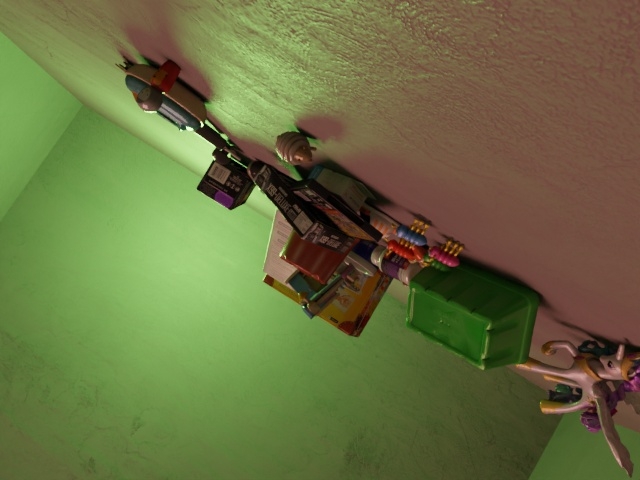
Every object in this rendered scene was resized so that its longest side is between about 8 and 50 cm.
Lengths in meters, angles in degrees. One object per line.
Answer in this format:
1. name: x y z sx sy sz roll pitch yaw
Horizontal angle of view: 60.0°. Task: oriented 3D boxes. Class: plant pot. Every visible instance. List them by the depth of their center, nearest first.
1. plant pot: 0.000 0.000 2.036 0.273 0.265 0.272 32 173 4

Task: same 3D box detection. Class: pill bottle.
1. pill bottle: 0.284 0.086 2.047 0.194 0.108 0.108 26 171 42

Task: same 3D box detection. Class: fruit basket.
1. fruit basket: 0.487 0.208 1.676 0.393 0.282 0.392 0 -156 0

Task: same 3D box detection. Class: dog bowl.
1. dog bowl: 0.138 0.041 2.348 0.265 0.104 0.265 31 173 4

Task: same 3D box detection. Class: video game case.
1. video game case: 0.038 -0.088 1.592 0.248 0.035 0.275 38 175 -12

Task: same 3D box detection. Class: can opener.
1. can opener: -0.381 -0.348 1.986 0.074 0.093 0.280 43 -179 30

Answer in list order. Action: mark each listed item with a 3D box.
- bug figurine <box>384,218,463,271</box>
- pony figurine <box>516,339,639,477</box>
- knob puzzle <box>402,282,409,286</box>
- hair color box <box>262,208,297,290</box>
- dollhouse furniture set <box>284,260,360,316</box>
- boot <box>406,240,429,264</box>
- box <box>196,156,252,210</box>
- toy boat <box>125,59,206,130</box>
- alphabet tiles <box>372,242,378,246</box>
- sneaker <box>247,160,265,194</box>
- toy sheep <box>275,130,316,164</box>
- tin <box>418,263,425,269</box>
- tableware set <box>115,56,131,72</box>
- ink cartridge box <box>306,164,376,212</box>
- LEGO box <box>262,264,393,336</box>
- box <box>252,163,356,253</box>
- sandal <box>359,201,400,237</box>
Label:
1. bug figurine: 0.286 0.024 1.571 0.216 0.072 0.279 24 169 5
2. pony figurine: 0.781 0.427 1.562 0.364 0.303 0.350 -15 110 56
3. knob puzzle: 0.400 0.177 2.124 0.213 0.029 0.213 2 -175 0
4. hair color box: -0.120 0.015 2.401 0.185 0.374 0.114 30 -142 19
5. dollhouse furniture set: 0.002 0.144 2.199 0.198 0.286 0.303 47 172 7
6. boot: 0.304 0.031 1.808 0.084 0.059 0.158 46 173 -5
7. box: -0.366 -0.236 2.249 0.165 0.143 0.270 32 -169 -2
8. toy boat: -0.459 -0.411 1.596 0.268 0.148 0.318 33 174 -10
9. alphabet tiles: 0.168 0.000 2.404 0.237 0.009 0.198 29 174 19
10. sneaker: -0.180 -0.211 2.101 0.118 0.083 0.222 27 171 36
11. toy sheep: -0.067 -0.233 1.389 0.132 0.091 0.091 34 176 40
12. tin: 0.432 0.121 1.941 0.190 0.040 0.106 32 170 -3
13. tableware set: -0.563 -0.517 1.795 0.194 0.039 0.128 39 -175 -9
14. ink cartridge box: 0.058 -0.142 1.568 0.181 0.061 0.104 27 172 40
15. LEGO box: 0.043 0.164 2.595 0.500 0.372 0.193 30 177 21
16. box: -0.051 -0.099 1.803 0.307 0.076 0.242 49 -164 33
17. sandal: 0.138 -0.067 1.701 0.265 0.076 0.102 33 174 -10
